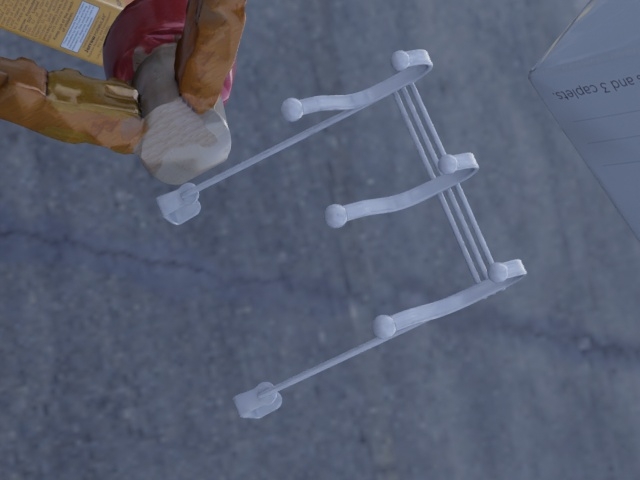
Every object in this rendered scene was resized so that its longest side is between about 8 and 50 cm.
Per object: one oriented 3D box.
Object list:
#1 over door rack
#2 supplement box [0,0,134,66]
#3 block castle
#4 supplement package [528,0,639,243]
[{"bbox_3d":[0.000,0.000,1.539,0.108,0.324,0.239,5,59,-60],"label":"over door rack"},{"bbox_3d":[-0.317,-0.272,1.863,0.233,0.080,0.078,17,25,-27],"label":"supplement box"},{"bbox_3d":[-0.139,-0.282,0.919,0.213,0.303,0.453,-106,-148,-63],"label":"block castle"},{"bbox_3d":[0.262,-0.035,0.639,0.198,0.199,0.262,-48,112,-29],"label":"supplement package"}]
